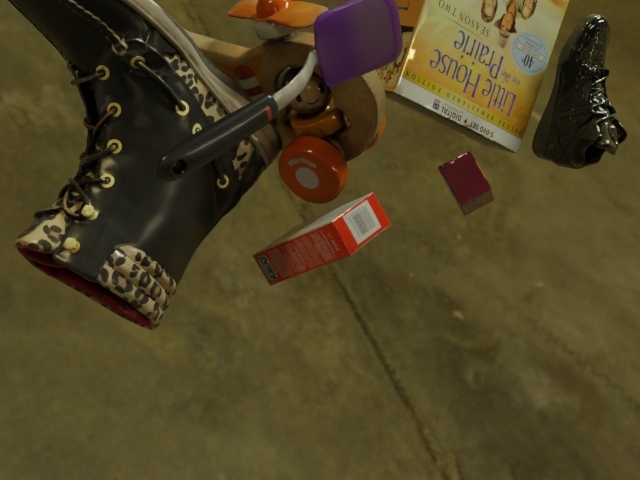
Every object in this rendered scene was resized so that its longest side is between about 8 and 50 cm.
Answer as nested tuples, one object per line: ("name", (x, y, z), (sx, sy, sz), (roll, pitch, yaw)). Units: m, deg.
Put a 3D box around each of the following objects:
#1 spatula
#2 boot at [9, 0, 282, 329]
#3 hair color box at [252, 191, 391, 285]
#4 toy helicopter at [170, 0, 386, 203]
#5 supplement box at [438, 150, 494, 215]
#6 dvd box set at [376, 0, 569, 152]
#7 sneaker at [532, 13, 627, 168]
("spatula", (-0.032, -0.137, 0.867), (0.030, 0.084, 0.296), (27, 53, 36))
("boot", (-0.238, -0.104, 1.039), (0.377, 0.138, 0.284), (41, 67, -34))
("hair color box", (0.000, 0.000, 1.246), (0.093, 0.167, 0.053), (-36, 100, -42))
("toy helicopter", (-0.087, -0.211, 1.147), (0.355, 0.235, 0.140), (22, 50, 18))
("supplement box", (0.172, -0.066, 1.126), (0.055, 0.043, 0.083), (63, 8, 11))
("dvd box set", (0.237, -0.359, 1.311), (0.062, 0.421, 0.307), (20, 2, 44))
("sneaker", (0.401, -0.209, 1.399), (0.087, 0.228, 0.130), (-2, 25, -41))
